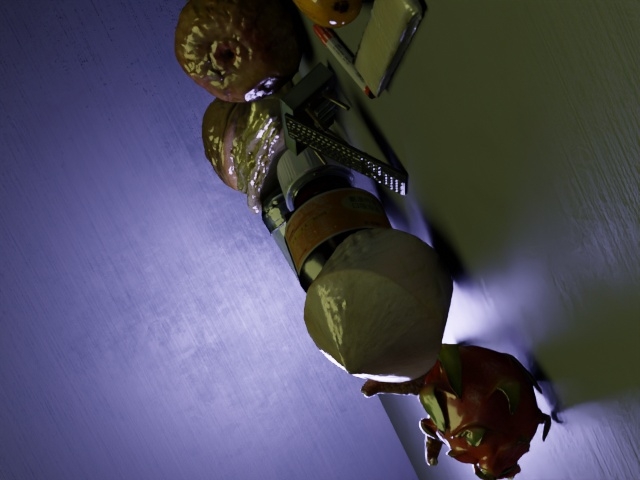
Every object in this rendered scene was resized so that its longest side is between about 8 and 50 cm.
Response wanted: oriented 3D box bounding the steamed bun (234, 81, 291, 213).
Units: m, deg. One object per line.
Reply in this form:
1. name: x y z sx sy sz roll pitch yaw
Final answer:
1. steamed bun: -0.127 -0.282 2.544 0.189 0.247 0.428 47 153 16

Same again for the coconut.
1. coconut: 0.110 0.142 1.899 0.328 0.329 0.329 61 172 14

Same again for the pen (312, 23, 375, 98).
1. pen: 0.045 -0.338 1.820 0.239 0.028 0.028 56 170 39

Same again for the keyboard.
1. keyboard: 0.006 -0.198 1.936 0.381 0.041 0.103 34 163 17

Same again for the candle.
1. candle: 0.000 0.000 2.601 0.342 0.221 0.221 59 172 7

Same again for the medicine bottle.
1. medicine bottle: 0.018 -0.051 2.208 0.242 0.243 0.395 73 173 -52

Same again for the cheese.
1. cheese: 0.101 -0.314 1.521 0.085 0.034 0.400 58 173 5

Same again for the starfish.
1. starfish: 0.241 0.302 2.050 0.375 0.327 0.094 39 128 3

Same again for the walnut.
1. walnut: -0.216 -0.294 2.909 0.277 0.252 0.313 -125 20 -46

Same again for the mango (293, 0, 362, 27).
1. mango: -0.003 -0.424 1.567 0.157 0.109 0.262 57 -177 -36

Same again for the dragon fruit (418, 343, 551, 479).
1. dragon fruit: 0.282 0.297 1.716 0.227 0.224 0.224 52 167 38

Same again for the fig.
1. fig: -0.167 -0.494 2.202 0.368 0.286 0.286 -79 -24 -47

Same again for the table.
1. table: -0.003 -0.256 2.106 0.111 0.121 0.240 43 168 13
